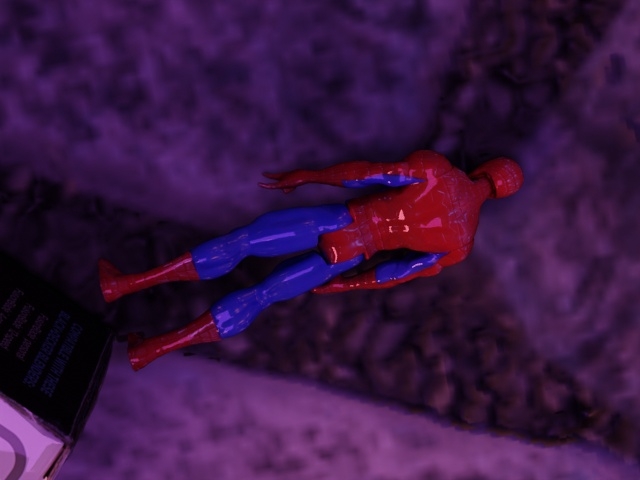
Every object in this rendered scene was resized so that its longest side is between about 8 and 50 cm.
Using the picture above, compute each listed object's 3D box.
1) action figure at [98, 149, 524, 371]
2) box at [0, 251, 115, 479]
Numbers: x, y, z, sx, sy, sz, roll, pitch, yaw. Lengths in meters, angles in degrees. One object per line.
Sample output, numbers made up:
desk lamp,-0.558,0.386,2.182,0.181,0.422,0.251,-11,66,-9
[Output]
action figure,0.000,0.000,0.375,0.115,0.030,0.038,-18,109,-2
box,-0.218,0.018,0.343,0.290,0.087,0.169,35,100,-8
